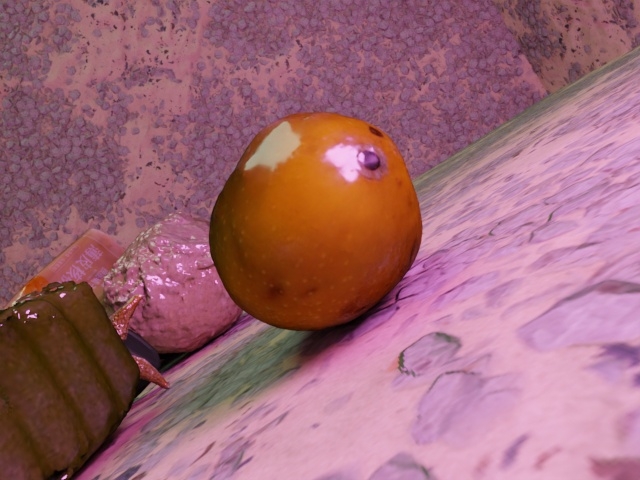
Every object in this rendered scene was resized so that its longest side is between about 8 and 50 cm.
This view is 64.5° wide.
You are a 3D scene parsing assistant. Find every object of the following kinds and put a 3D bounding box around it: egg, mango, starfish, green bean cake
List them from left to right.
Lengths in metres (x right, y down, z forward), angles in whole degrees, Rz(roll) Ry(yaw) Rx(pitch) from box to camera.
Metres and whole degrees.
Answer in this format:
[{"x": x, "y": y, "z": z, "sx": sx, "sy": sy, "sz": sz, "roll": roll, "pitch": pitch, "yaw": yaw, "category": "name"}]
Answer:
[{"x": -0.383, "y": 0.216, "z": 0.517, "sx": 0.319, "sy": 0.218, "sz": 0.335, "roll": -23, "pitch": 12, "yaw": 22, "category": "green bean cake"}, {"x": -0.293, "y": 0.173, "z": 0.704, "sx": 0.208, "sy": 0.176, "sz": 0.053, "roll": -67, "pitch": 20, "yaw": 10, "category": "starfish"}, {"x": -0.268, "y": 0.083, "z": 0.993, "sx": 0.279, "sy": 0.279, "sz": 0.310, "roll": -31, "pitch": 10, "yaw": 31, "category": "egg"}, {"x": 0.008, "y": 0.000, "z": 0.480, "sx": 0.177, "sy": 0.175, "sz": 0.329, "roll": -1, "pitch": -13, "yaw": 13, "category": "mango"}]

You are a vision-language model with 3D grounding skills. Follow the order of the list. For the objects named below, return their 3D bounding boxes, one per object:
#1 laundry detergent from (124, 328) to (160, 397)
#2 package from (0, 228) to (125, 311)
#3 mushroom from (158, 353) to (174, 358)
[{"x": -0.361, "y": 0.229, "z": 0.767, "sx": 0.222, "sy": 0.144, "sz": 0.078, "roll": -44, "pitch": 36, "yaw": -2, "category": "laundry detergent"}, {"x": -0.458, "y": 0.135, "z": 1.039, "sx": 0.165, "sy": 0.221, "sz": 0.311, "roll": -7, "pitch": 27, "yaw": 12, "category": "package"}, {"x": -0.369, "y": 0.196, "z": 1.213, "sx": 0.278, "sy": 0.146, "sz": 0.278, "roll": -38, "pitch": -2, "yaw": -1, "category": "mushroom"}]
